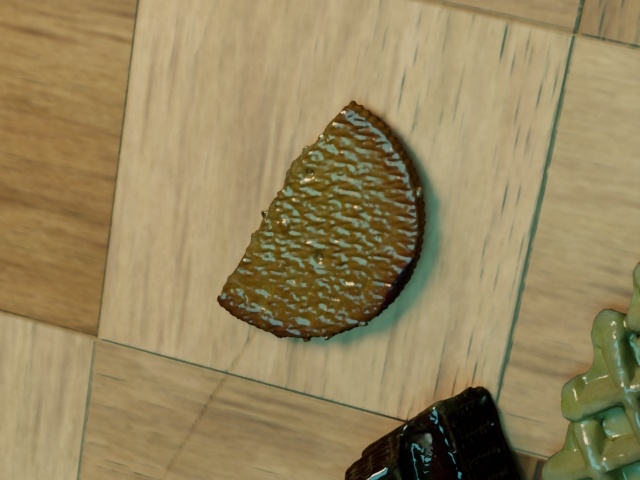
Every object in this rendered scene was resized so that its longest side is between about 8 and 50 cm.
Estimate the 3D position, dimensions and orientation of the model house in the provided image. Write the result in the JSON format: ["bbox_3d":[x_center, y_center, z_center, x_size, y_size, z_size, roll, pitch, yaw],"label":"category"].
[{"bbox_3d":[0.079,0.189,1.387,0.106,0.165,0.152,29,113,24],"label":"model house"}]

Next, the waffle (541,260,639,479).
[{"bbox_3d":[0.318,0.157,1.345,0.291,0.056,0.309,24,114,8],"label":"waffle"}]

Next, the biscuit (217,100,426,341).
[{"bbox_3d":[0.013,0.001,1.402,0.126,0.025,0.206,36,115,4],"label":"biscuit"}]
